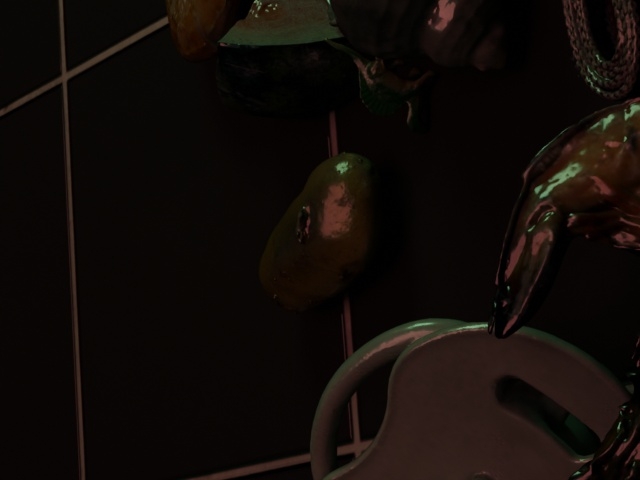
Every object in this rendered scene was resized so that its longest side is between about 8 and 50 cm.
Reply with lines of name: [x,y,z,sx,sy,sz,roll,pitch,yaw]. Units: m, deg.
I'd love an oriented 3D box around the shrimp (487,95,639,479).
shrimp: [0.220,0.057,1.398,0.233,0.071,0.365,26,87,21]

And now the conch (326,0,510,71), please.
conch: [0.067,-0.246,1.670,0.277,0.195,0.220,44,135,19]

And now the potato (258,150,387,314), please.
potato: [0.000,0.000,1.792,0.188,0.085,0.105,-48,48,45]

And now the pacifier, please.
pacifier: [0.092,0.221,1.482,0.288,0.269,0.343,34,117,12]

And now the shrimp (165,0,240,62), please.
shrimp: [-0.110,-0.401,1.929,0.272,0.085,0.445,154,118,-72]

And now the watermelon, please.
watermelon: [-0.004,-0.187,1.854,0.202,0.136,0.207,-55,-1,-20]

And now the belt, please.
belt: [0.220,-0.265,1.519,0.126,0.094,0.359,-40,53,49]

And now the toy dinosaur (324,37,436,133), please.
toy dinosaur: [0.053,-0.144,1.735,0.060,0.120,0.029,-61,5,-12]
